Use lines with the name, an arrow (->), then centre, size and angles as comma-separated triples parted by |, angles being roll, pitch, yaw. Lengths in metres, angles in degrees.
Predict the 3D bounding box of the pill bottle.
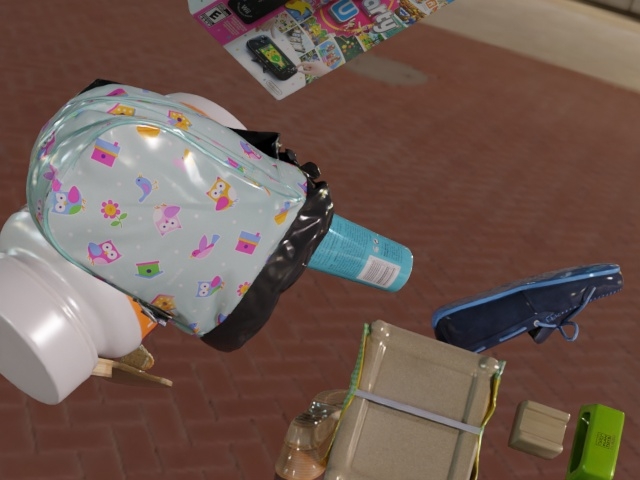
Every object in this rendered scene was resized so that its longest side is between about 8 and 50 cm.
pill bottle -> -0.255, 0.005, 1.240 | 0.224, 0.224, 0.392 | 27, 55, 26

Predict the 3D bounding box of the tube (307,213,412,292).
tube -> 0.000, 0.000, 1.002 | 0.207, 0.080, 0.052 | 21, -6, -30

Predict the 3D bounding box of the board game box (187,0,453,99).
board game box -> 0.002, -0.348, 1.332 | 0.224, 0.303, 0.097 | 39, 29, -51

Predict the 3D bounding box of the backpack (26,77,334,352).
backpack -> -0.094, -0.023, 0.620 | 0.182, 0.152, 0.115 | 32, 3, -24

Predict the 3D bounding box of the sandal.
sandal -> -0.275, 0.155, 1.350 | 0.088, 0.079, 0.240 | -3, -14, 23

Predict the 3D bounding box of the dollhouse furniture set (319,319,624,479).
dollhouse furniture set -> 0.154, 0.239, 1.092 | 0.301, 0.151, 0.197 | 19, 68, 0

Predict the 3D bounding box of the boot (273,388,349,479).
boot -> 0.008, 0.327, 1.377 | 0.090, 0.207, 0.248 | 12, 11, 28

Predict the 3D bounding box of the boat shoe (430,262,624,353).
boat shoe -> 0.280, 0.098, 1.315 | 0.258, 0.089, 0.109 | -17, 2, 10
